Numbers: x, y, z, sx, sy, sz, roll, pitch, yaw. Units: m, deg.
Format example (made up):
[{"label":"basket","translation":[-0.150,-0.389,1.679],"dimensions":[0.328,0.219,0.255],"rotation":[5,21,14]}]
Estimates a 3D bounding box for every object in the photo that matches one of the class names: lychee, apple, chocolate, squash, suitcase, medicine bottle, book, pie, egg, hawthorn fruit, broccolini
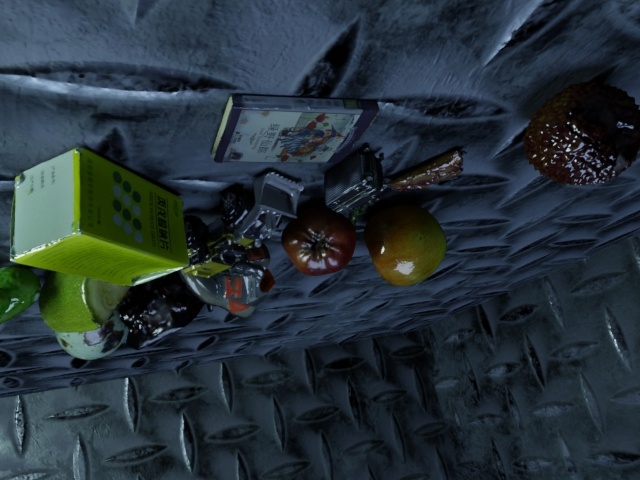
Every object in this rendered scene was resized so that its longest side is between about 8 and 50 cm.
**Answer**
[{"label":"lychee","translation":[0.440,-0.177,0.895],"dimensions":[0.188,0.188,0.188],"rotation":[-12,161,-4]},{"label":"apple","translation":[0.197,0.007,1.227],"dimensions":[0.195,0.196,0.196],"rotation":[-12,161,-4]},{"label":"chocolate","translation":[-0.397,0.106,1.236],"dimensions":[0.224,0.206,0.177],"rotation":[-25,116,5]},{"label":"squash","translation":[-0.499,0.085,1.112],"dimensions":[0.288,0.203,0.111],"rotation":[-9,134,48]},{"label":"suitcase","translation":[0.061,-0.108,0.958],"dimensions":[0.059,0.086,0.126],"rotation":[23,142,-36]},{"label":"medicine bottle","translation":[-0.338,-0.026,0.836],"dimensions":[0.141,0.137,0.250],"rotation":[-20,159,18]},{"label":"book","translation":[-0.042,-0.165,0.815],"dimensions":[0.231,0.026,0.157],"rotation":[-4,159,-24]},{"label":"pie","translation":[0.223,-0.135,1.069],"dimensions":[0.169,0.034,0.092],"rotation":[-24,155,26]},{"label":"egg","translation":[-0.556,0.196,1.280],"dimensions":[0.169,0.169,0.231],"rotation":[-6,149,-22]},{"label":"hawthorn fruit","translation":[0.000,0.000,1.168],"dimensions":[0.162,0.163,0.203],"rotation":[-14,180,2]},{"label":"broccolini","translation":[0.077,-0.048,1.194],"dimensions":[0.071,0.058,0.254],"rotation":[29,158,8]}]

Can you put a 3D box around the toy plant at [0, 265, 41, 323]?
[{"label":"toy plant","translation":[-0.711,0.153,1.065],"dimensions":[0.315,0.185,0.224],"rotation":[-23,-173,8]}]

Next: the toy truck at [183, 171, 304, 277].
[{"label":"toy truck","translation":[-0.157,-0.021,1.010],"dimensions":[0.285,0.111,0.136],"rotation":[-31,154,27]}]

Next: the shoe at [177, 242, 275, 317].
[{"label":"shoe","translation":[-0.200,0.063,1.217],"dimensions":[0.171,0.132,0.336],"rotation":[-37,147,4]}]

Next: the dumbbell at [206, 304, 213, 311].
[{"label":"dumbbell","translation":[-0.298,0.172,1.537],"dimensions":[0.147,0.069,0.069],"rotation":[-5,160,-22]}]
